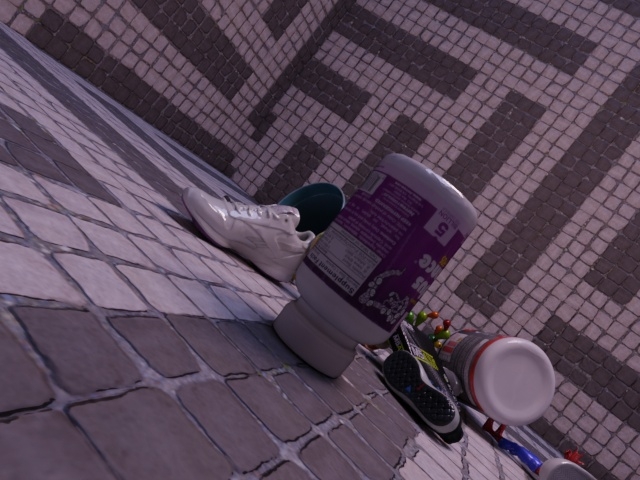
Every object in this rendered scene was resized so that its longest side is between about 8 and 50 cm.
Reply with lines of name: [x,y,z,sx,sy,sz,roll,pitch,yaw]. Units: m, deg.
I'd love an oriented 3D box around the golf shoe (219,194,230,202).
golf shoe: [-0.175,-0.029,1.056,0.067,0.086,0.186,38,-1,41]

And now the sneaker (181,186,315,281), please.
sneaker: [-0.137,-0.038,0.945,0.305,0.152,0.114,36,8,-38]

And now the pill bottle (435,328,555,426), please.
pill bottle: [0.438,0.352,1.280,0.210,0.210,0.363,38,-10,-4]

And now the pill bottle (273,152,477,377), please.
pill bottle: [0.071,0.040,0.676,0.169,0.302,0.169,38,2,-2]

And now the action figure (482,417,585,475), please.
action figure: [0.530,0.501,1.112,0.091,0.139,0.280,36,5,-29]

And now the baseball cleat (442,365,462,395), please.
baseball cleat: [0.272,0.340,1.223,0.109,0.072,0.206,29,-3,-26]

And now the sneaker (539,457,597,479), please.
sneaker: [0.473,0.488,0.880,0.292,0.108,0.169,48,-2,-10]

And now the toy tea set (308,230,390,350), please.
toy tea set: [0.122,0.097,1.031,0.124,0.200,0.336,26,-34,56]

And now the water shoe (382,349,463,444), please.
water shoe: [0.176,0.280,0.840,0.080,0.072,0.203,62,-6,-29]

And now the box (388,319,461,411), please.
box: [0.216,0.267,0.998,0.190,0.045,0.184,37,29,-46]

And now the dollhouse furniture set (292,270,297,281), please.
dollhouse furniture set: [-0.064,0.054,1.109,0.076,0.152,0.059,33,41,-1]

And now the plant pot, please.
plant pot: [0.000,0.000,1.495,0.271,0.271,0.255,40,-13,49]

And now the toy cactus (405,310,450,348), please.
toy cactus: [0.272,0.288,1.351,0.112,0.218,0.181,-53,134,-58]
